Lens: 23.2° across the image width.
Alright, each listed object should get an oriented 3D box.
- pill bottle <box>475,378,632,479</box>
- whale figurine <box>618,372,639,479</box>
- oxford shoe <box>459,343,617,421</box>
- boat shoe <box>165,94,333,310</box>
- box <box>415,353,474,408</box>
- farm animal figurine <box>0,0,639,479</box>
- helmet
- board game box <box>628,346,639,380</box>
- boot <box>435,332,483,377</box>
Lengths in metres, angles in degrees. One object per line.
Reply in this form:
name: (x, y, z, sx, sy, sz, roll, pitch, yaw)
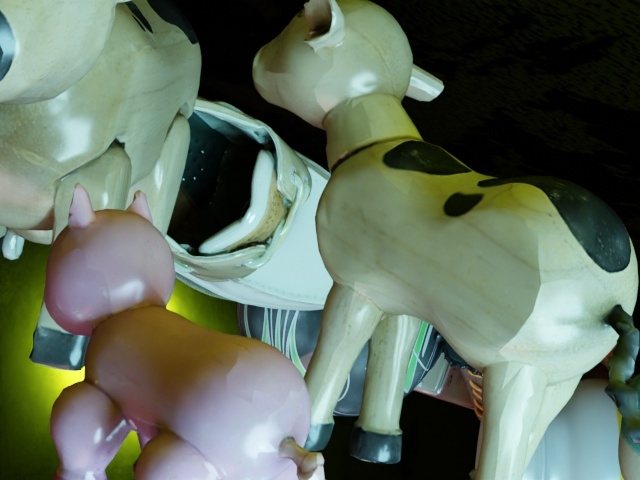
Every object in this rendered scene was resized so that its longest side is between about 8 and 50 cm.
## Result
pill bottle: (0.316, 0.224, 1.426, 0.334, 0.188, 0.188, 4, 176, -2)
whale figurine: (0.327, 0.118, 1.122, 0.216, 0.141, 0.272, 17, -160, 31)
oxford shoe: (0.190, 0.117, 1.497, 0.130, 0.132, 0.364, 17, 175, 36)
boat shoe: (-0.063, -0.022, 0.942, 0.302, 0.113, 0.103, 24, 180, -39)
box: (0.116, 0.107, 1.775, 0.148, 0.127, 0.232, 17, 175, 21)
farm animal figurine: (-0.077, -0.039, 0.535, 0.330, 0.172, 0.327, 12, -170, -14)
helmet: (0.017, 0.047, 1.148, 0.169, 0.161, 0.169, 19, 176, 1)
board game box: (0.375, 0.150, 1.696, 0.141, 0.048, 0.170, 19, 176, -29)
boot: (0.141, 0.053, 1.084, 0.121, 0.099, 0.045, 16, 176, 42)
